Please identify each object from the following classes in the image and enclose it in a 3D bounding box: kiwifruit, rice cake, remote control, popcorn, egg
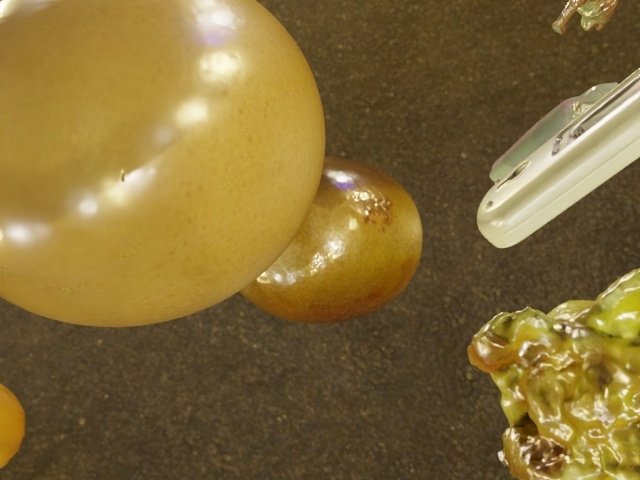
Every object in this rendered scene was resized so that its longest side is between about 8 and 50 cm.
[{"bbox_3d":[0.000,0.000,0.858,0.196,0.234,0.195,-3,85,36],"label":"kiwifruit"},{"bbox_3d":[0.280,-0.126,0.945,0.080,0.222,0.042,-21,82,-15],"label":"rice cake"},{"bbox_3d":[0.196,-0.070,0.557,0.221,0.042,0.078,-41,10,38],"label":"remote control"},{"bbox_3d":[0.377,0.182,0.971,0.321,0.290,0.325,22,102,37],"label":"popcorn"},{"bbox_3d":[-0.127,-0.066,0.543,0.250,0.250,0.322,-18,13,18],"label":"egg"}]

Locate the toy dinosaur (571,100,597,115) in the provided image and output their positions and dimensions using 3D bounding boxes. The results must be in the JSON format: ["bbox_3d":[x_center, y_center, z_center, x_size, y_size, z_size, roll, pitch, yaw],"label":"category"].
[{"bbox_3d":[0.317,-0.109,0.715,0.037,0.180,0.058,-67,30,30],"label":"toy dinosaur"}]

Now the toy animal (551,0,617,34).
[{"bbox_3d":[0.277,-0.309,0.843,0.099,0.241,0.057,-38,53,-5],"label":"toy animal"}]

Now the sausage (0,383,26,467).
[{"bbox_3d":[-0.455,0.167,0.849,0.112,0.328,0.112,-11,56,16],"label":"sausage"}]
